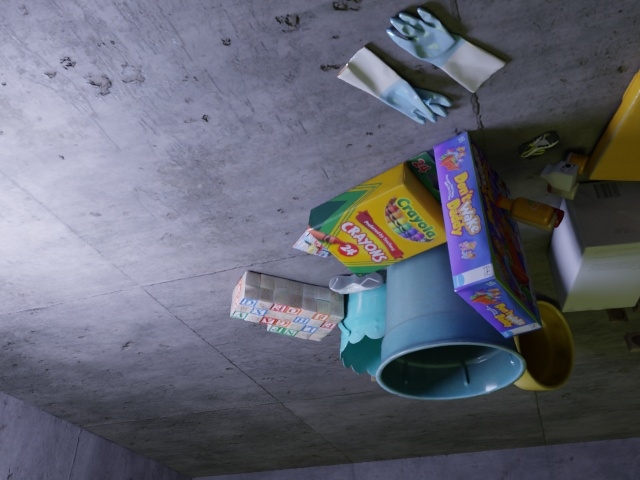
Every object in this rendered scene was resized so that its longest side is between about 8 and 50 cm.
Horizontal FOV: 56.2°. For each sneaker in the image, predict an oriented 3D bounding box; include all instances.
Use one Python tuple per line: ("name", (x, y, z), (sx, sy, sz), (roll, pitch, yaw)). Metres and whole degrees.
("sneaker", (0.104, 0.117, 1.649), (0.152, 0.053, 0.061), (-7, 154, 21))
("sneaker", (0.447, -0.191, 1.220), (0.083, 0.031, 0.035), (-22, 153, 35))

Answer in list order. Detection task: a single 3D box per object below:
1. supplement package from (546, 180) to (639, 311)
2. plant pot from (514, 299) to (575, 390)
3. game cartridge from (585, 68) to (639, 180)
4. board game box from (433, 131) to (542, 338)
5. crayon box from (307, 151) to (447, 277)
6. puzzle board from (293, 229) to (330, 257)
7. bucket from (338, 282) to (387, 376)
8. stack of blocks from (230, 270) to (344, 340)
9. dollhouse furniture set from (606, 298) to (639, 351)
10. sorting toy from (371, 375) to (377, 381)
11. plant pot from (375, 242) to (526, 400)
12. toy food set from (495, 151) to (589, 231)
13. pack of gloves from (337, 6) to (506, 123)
("supplement package", (0.649, 0.018, 1.386), (0.178, 0.175, 0.293), (-6, 145, 6))
("plant pot", (0.574, 0.318, 1.780), (0.254, 0.254, 0.239), (22, 156, -27))
("game cartridge", (0.704, -0.234, 1.140), (0.285, 0.052, 0.323), (2, 143, -2))
("board game box", (0.330, -0.012, 1.196), (0.078, 0.347, 0.233), (-23, 139, 29))
("crayon box", (0.154, -0.048, 1.352), (0.318, 0.081, 0.202), (-26, 126, 32))
("puzzle board", (0.000, 0.000, 1.509), (0.096, 0.011, 0.128), (16, 142, -22))
("bucket", (0.185, 0.259, 1.730), (0.281, 0.183, 0.281), (1, 145, 0))
("stack of blocks", (-0.101, 0.193, 1.719), (0.297, 0.087, 0.171), (14, 143, -19))
("dollhouse furniture set", (0.915, 0.218, 1.694), (0.144, 0.151, 0.123), (-3, 145, 1))
("sorting toy", (0.298, 0.375, 1.977), (0.257, 0.089, 0.255), (-1, 145, 3))
("plant pot", (0.301, 0.174, 1.475), (0.341, 0.334, 0.341), (1, 145, 1))
("toy food set", (0.449, -0.099, 1.218), (0.104, 0.232, 0.111), (23, 143, 30))
("pack of gloves", (0.179, -0.290, 1.061), (0.232, 0.046, 0.195), (21, 141, -28))
